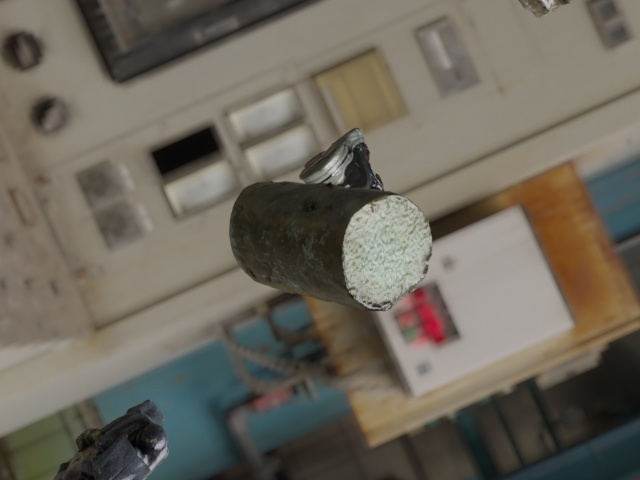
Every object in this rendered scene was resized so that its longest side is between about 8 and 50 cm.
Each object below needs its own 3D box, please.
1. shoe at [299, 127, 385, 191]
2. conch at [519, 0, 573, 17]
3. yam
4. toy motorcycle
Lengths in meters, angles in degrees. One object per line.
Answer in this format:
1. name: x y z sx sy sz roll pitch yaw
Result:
1. shoe: 0.036 -0.063 1.978 0.099 0.071 0.169 51 15 -3
2. conch: 0.161 -0.300 0.965 0.210 0.352 0.297 30 32 -29
3. yam: 0.000 0.000 1.593 0.194 0.107 0.107 10 -50 52
4. toy motorcycle: -0.178 0.189 1.559 0.061 0.124 0.193 54 18 -7
